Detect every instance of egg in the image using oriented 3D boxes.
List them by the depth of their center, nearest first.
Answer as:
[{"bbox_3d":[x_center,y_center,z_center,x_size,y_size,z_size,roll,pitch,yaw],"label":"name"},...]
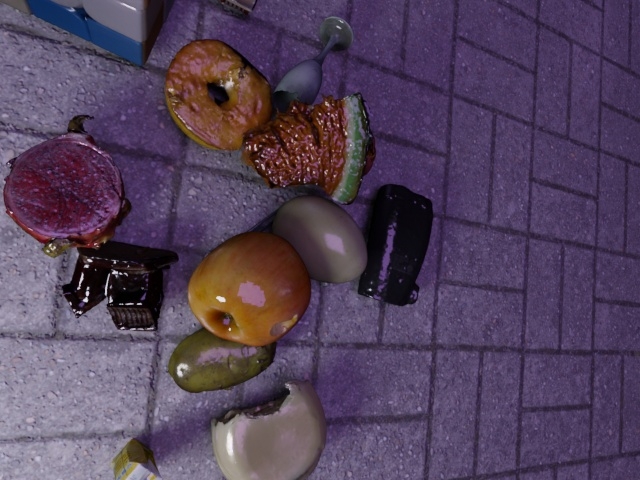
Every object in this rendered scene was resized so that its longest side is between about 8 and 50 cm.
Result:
[{"bbox_3d":[0.000,0.000,1.076,0.254,0.188,0.188,37,68,11],"label":"egg"}]

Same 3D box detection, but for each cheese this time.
[{"bbox_3d":[-0.112,0.448,1.043,0.266,0.127,0.233,-15,94,-29],"label":"cheese"}]

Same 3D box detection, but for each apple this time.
[{"bbox_3d":[-0.147,0.108,0.946,0.242,0.242,0.241,61,34,-12],"label":"apple"}]

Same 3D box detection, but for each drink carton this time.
[{"bbox_3d":[-0.357,0.460,0.871,0.074,0.200,0.084,48,67,-16],"label":"drink carton"}]

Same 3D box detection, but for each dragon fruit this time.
[{"bbox_3d":[-0.478,-0.092,0.871,0.211,0.147,0.282,9,70,-24],"label":"dragon fruit"}]

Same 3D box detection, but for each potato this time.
[{"bbox_3d":[-0.219,0.258,1.009,0.251,0.113,0.149,-12,101,-19],"label":"potato"}]

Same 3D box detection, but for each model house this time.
[{"bbox_3d":[-0.414,0.095,0.923,0.203,0.141,0.164,11,102,-7],"label":"model house"}]

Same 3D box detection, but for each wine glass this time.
[{"bbox_3d":[0.043,-0.383,1.156,0.264,0.096,0.309,40,58,-22],"label":"wine glass"}]

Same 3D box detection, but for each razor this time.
[{"bbox_3d":[0.212,0.016,1.250,0.189,0.107,0.326,19,79,-25],"label":"razor"}]

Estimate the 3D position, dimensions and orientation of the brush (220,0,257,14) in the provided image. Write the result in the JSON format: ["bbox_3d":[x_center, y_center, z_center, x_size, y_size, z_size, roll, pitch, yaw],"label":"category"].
[{"bbox_3d":[-0.302,-0.629,1.052,0.321,0.050,0.060,22,80,-17],"label":"brush"}]

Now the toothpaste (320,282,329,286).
[{"bbox_3d":[0.019,0.014,1.188,0.062,0.037,0.216,7,80,-25],"label":"toothpaste"}]

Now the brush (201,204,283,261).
[{"bbox_3d":[-0.174,-0.009,1.090,0.266,0.027,0.062,-41,120,-24],"label":"brush"}]

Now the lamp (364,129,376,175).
[{"bbox_3d":[0.063,-0.242,1.175,0.182,0.140,0.181,5,83,-48],"label":"lamp"}]

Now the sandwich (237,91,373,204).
[{"bbox_3d":[-0.039,-0.207,1.032,0.301,0.162,0.250,-3,103,-11],"label":"sandwich"}]

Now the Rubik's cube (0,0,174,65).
[{"bbox_3d":[-0.420,-0.594,0.796,0.347,0.347,0.344,22,77,-17],"label":"Rubik's cube"}]

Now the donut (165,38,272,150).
[{"bbox_3d":[-0.233,-0.325,1.028,0.254,0.118,0.253,3,84,-28],"label":"donut"}]
